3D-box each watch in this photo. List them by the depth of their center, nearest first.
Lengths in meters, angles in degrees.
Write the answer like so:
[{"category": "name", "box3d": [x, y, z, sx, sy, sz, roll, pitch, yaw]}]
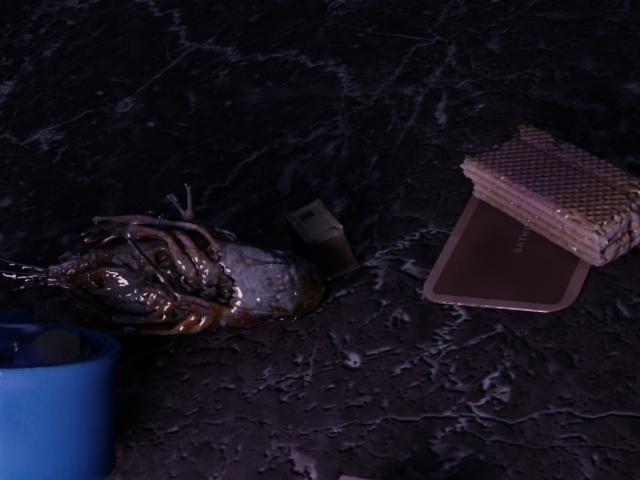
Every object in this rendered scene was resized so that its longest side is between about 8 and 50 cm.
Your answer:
[{"category": "watch", "box3d": [-0.312, 0.163, 1.345, 0.275, 0.241, 0.305, 6, 10, 35]}]

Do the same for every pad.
[{"category": "pad", "box3d": [0.232, -0.014, 1.491, 0.176, 0.002, 0.266, 4, 41, 28]}]

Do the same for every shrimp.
[{"category": "shrimp", "box3d": [-0.173, 0.019, 1.439, 0.372, 0.172, 0.137, 6, 2, -12]}]

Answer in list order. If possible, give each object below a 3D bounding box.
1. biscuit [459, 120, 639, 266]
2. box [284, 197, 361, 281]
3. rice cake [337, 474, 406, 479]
[{"category": "biscuit", "box3d": [0.268, -0.055, 1.475, 0.108, 0.061, 0.239, -31, 38, -19]}, {"category": "box", "box3d": [0.000, 0.000, 1.526, 0.060, 0.063, 0.084, -24, 37, -10]}, {"category": "rice cake", "box3d": [-0.005, 0.317, 1.119, 0.106, 0.050, 0.298, 8, 44, 34]}]
